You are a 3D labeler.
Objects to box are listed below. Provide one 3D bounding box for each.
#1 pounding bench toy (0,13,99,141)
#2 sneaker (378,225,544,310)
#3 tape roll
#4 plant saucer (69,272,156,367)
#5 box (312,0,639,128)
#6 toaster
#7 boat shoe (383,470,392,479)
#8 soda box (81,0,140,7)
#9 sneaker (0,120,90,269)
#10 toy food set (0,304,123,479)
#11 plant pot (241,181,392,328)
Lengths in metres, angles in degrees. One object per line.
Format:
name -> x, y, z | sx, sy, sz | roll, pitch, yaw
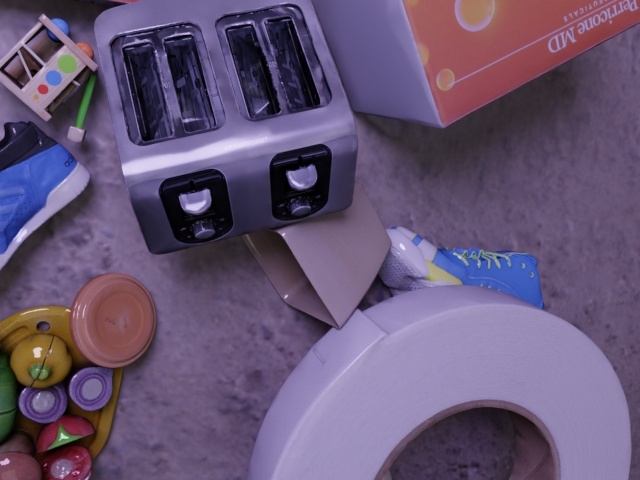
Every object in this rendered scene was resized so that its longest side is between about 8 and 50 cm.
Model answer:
pounding bench toy -> -0.200, -0.126, 0.501 | 0.065, 0.052, 0.083 | -47, 116, -4
sneaker -> 0.158, 0.039, 0.688 | 0.240, 0.091, 0.126 | 45, 68, -26
tape roll -> 0.123, 0.233, 0.615 | 0.392, 0.072, 0.392 | -5, 104, -18
plant saucer -> -0.180, 0.070, 0.563 | 0.083, 0.013, 0.084 | 11, 76, -49
box -> 0.088, -0.296, 0.502 | 0.215, 0.168, 0.345 | -29, 114, -12
toaster -> -0.071, -0.100, 0.493 | 0.168, 0.110, 0.186 | -13, 69, -10
boat shoe -> 0.031, 0.361, 0.713 | 0.103, 0.113, 0.302 | -11, 102, -12
soda box -> -0.202, -0.214, 0.471 | 0.183, 0.058, 0.063 | 3, 104, -23
sneaker -> -0.264, -0.028, 0.499 | 0.152, 0.058, 0.084 | -45, 122, -9
toy food set -> -0.245, 0.170, 0.559 | 0.128, 0.071, 0.218 | 9, 102, -24
plant pot -> 0.000, 0.000, 0.594 | 0.096, 0.109, 0.109 | -39, 116, -20
